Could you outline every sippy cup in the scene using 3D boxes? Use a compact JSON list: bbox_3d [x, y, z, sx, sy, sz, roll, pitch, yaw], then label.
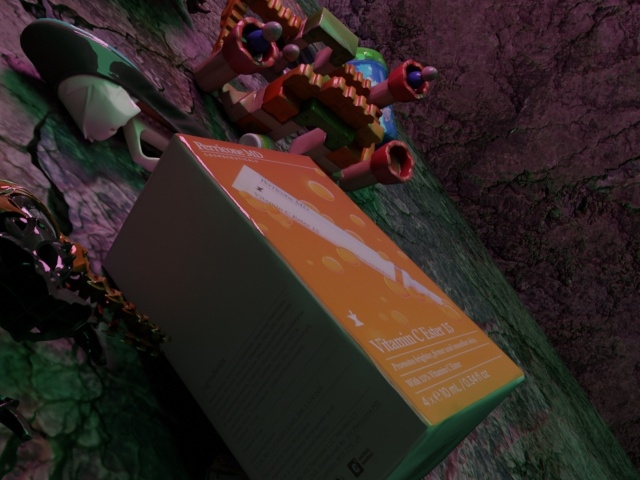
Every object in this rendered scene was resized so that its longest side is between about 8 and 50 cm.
[{"bbox_3d":[0.079,-0.310,1.522,0.306,0.240,0.224,-6,69,-31],"label":"sippy cup"}]

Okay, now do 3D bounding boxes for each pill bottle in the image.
[{"bbox_3d":[-0.109,-0.166,1.102,0.043,0.043,0.083,57,20,6],"label":"pill bottle"}]

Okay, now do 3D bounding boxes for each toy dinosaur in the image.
[{"bbox_3d":[-0.234,0.008,0.425,0.322,0.164,0.218,11,27,-33],"label":"toy dinosaur"}]

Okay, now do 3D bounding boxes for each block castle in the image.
[{"bbox_3d":[0.016,-0.315,1.175,0.453,0.213,0.302,33,58,-34],"label":"block castle"}]

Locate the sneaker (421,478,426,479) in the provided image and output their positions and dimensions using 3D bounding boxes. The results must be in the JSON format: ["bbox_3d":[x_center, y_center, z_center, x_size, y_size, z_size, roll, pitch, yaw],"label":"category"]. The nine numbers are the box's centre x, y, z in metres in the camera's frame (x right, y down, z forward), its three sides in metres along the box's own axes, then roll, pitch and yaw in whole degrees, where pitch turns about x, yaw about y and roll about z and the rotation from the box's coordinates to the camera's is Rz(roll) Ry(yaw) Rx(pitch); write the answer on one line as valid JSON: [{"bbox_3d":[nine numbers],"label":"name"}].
[{"bbox_3d":[0.059,0.265,0.785,0.069,0.082,0.209,-16,61,-31],"label":"sneaker"}]

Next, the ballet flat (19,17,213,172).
[{"bbox_3d":[-0.229,-0.150,0.750,0.280,0.095,0.096,33,42,-46],"label":"ballet flat"}]

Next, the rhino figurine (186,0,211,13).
[{"bbox_3d":[-0.274,-0.547,1.239,0.243,0.106,0.073,61,21,16],"label":"rhino figurine"}]

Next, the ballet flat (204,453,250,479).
[{"bbox_3d":[-0.046,0.270,0.509,0.077,0.079,0.221,37,26,-37],"label":"ballet flat"}]

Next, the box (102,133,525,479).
[{"bbox_3d":[-0.013,0.075,0.606,0.345,0.168,0.215,47,25,25],"label":"box"}]

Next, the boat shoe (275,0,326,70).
[{"bbox_3d":[-0.059,-0.476,1.583,0.355,0.130,0.132,46,25,-39],"label":"boat shoe"}]
